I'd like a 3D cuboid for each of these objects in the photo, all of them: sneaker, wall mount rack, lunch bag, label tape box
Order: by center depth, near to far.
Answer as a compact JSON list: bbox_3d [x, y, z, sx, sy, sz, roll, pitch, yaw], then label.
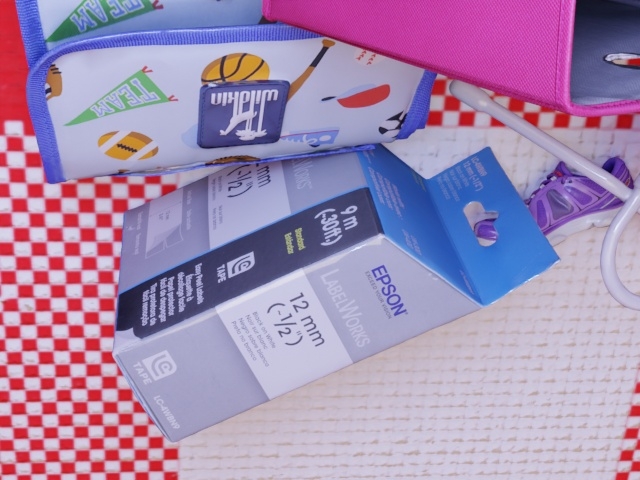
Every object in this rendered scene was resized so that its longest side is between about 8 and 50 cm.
[{"bbox_3d":[-0.077,-0.229,0.862,0.328,0.239,0.385,-7,122,-10],"label":"lunch bag"},{"bbox_3d":[0.000,0.000,0.983,0.348,0.249,0.115,-25,118,7],"label":"label tape box"},{"bbox_3d":[0.306,-0.128,1.004,0.304,0.130,0.350,34,93,-24],"label":"wall mount rack"},{"bbox_3d":[0.224,-0.037,1.108,0.170,0.068,0.071,-20,104,-6],"label":"sneaker"}]

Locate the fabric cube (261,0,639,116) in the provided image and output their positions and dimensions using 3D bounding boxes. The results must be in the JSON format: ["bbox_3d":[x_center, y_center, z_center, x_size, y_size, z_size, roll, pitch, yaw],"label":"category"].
[{"bbox_3d":[0.139,-0.236,0.651,0.254,0.258,0.259,-16,117,-35],"label":"fabric cube"}]
